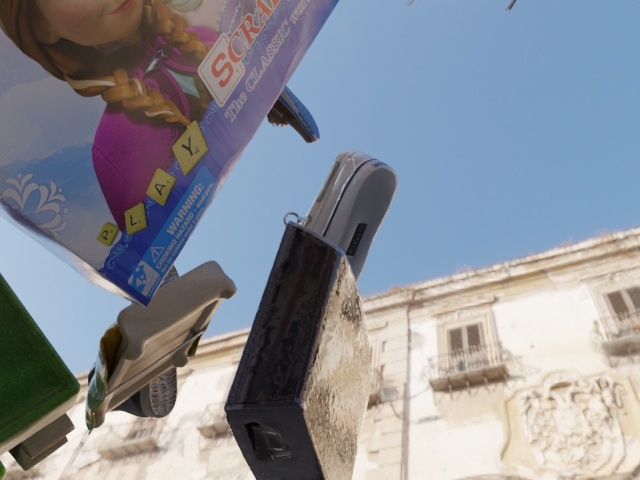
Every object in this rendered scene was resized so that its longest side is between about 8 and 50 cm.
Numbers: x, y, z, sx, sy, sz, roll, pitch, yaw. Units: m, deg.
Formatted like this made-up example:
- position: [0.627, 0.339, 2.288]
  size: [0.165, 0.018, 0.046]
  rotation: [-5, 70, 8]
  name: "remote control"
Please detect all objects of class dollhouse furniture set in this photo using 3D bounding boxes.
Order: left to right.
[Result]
- position: [-0.258, 0.102, 0.650]
  size: [0.151, 0.301, 0.197]
  rotation: [47, -47, 10]
  name: "dollhouse furniture set"

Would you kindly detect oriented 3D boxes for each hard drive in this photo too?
- position: [-0.003, 0.124, 0.514]
  size: [0.054, 0.172, 0.255]
  rotation: [5, -38, 15]
  name: "hard drive"

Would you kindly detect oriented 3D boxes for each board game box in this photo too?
- position: [-0.120, -0.167, 0.366]
  size: [0.066, 0.319, 0.318]
  rotation: [18, -20, 28]
  name: "board game box"

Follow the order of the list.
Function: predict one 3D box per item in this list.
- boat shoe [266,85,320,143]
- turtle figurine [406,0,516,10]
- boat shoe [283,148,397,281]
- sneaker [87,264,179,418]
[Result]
- position: [-0.074, -0.260, 1.247]
  size: [0.066, 0.066, 0.183]
  rotation: [-36, -83, 22]
  name: "boat shoe"
- position: [0.310, -0.491, 1.127]
  size: [0.197, 0.266, 0.275]
  rotation: [24, -62, -10]
  name: "turtle figurine"
- position: [-0.006, -0.002, 1.160]
  size: [0.136, 0.156, 0.367]
  rotation: [7, -66, -44]
  name: "boat shoe"
- position: [-0.263, 0.131, 0.873]
  size: [0.118, 0.083, 0.222]
  rotation: [-5, -105, 25]
  name: "sneaker"
